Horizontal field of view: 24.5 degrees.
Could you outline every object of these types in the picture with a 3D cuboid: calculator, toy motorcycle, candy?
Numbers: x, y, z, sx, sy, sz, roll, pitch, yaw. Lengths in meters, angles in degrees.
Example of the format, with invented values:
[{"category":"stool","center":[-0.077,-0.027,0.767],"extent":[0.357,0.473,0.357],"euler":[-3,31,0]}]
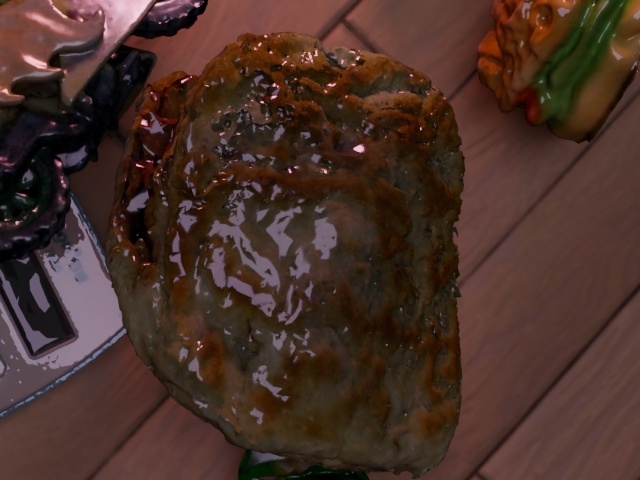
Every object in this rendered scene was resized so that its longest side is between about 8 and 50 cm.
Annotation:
[{"category":"calculator","center":[-0.379,0.064,1.451],"extent":[0.386,0.054,0.256],"euler":[-26,92,-7]},{"category":"toy motorcycle","center":[-0.275,-0.169,1.383],"extent":[0.237,0.169,0.410],"euler":[22,59,8]},{"category":"candy","center":[-0.015,0.163,1.489],"extent":[0.141,0.078,0.203],"euler":[12,68,-18]}]

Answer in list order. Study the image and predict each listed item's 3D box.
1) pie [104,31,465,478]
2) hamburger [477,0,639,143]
[{"category":"pie","center":[-0.007,0.023,1.374],"extent":[0.395,0.180,0.418],"euler":[0,79,-41]},{"category":"hamburger","center":[0.245,-0.214,1.473],"extent":[0.149,0.237,0.237],"euler":[26,84,-2]}]
